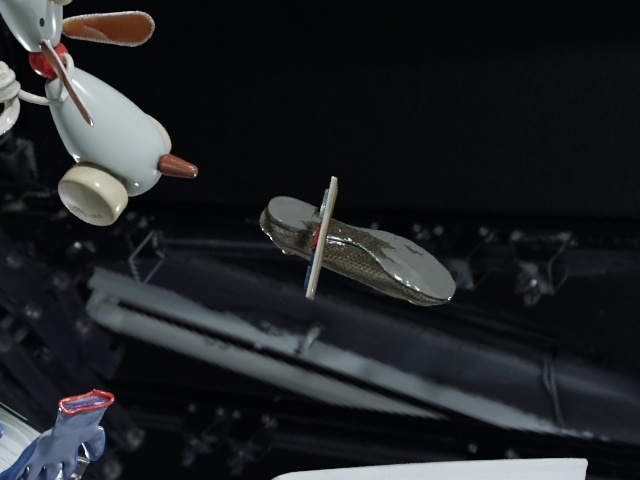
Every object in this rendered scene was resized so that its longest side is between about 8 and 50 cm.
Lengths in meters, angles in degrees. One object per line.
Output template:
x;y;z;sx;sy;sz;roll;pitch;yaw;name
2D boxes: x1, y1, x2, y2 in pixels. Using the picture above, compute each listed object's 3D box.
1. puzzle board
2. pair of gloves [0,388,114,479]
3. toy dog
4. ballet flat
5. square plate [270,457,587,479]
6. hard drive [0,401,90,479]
0.000;0.000;1.012;0.011;0.128;0.096;13;-5;2;puzzle board
-0.277;0.187;0.822;0.023;0.198;0.159;61;-43;30;pair of gloves
-0.250;-0.161;1.102;0.161;0.220;0.333;3;-24;24;toy dog
0.042;0.021;1.136;0.250;0.084;0.058;22;-52;-4;ballet flat
0.012;0.290;0.709;0.344;0.347;0.049;-53;-131;25;square plate
-0.562;0.444;1.524;0.237;0.339;0.064;27;-12;19;hard drive
